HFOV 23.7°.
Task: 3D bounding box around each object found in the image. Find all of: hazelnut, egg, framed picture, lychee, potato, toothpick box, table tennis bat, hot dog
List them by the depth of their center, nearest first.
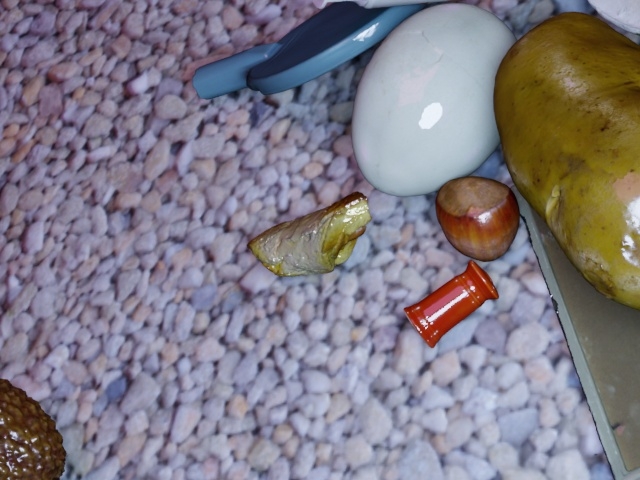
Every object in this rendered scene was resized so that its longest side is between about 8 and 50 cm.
[{"bbox_3d":[0.263,-0.078,1.305,0.195,0.176,0.369,-33,43,7],"label":"potato"},{"bbox_3d":[0.320,0.028,1.326,0.247,0.022,0.335,-26,50,14],"label":"framed picture"},{"bbox_3d":[0.123,0.058,1.413,0.083,0.047,0.047,-36,48,5],"label":"toothpick box"},{"bbox_3d":[0.149,-0.020,1.425,0.086,0.086,0.086,-16,54,23],"label":"hazelnut"},{"bbox_3d":[0.111,-0.134,1.473,0.151,0.151,0.209,20,66,39],"label":"egg"},{"bbox_3d":[0.000,0.001,1.515,0.169,0.061,0.078,-20,16,45],"label":"hot dog"},{"bbox_3d":[-0.354,0.218,1.521,0.194,0.194,0.194,-16,54,23],"label":"lychee"},{"bbox_3d":[-0.008,-0.215,1.627,0.329,0.044,0.215,-18,24,38],"label":"table tennis bat"}]

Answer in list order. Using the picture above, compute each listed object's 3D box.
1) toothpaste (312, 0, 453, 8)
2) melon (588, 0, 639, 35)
[{"bbox_3d":[0.149,-0.267,1.494,0.323,0.066,0.100,-7,31,-17],"label":"toothpaste"},{"bbox_3d":[0.301,-0.261,1.433,0.139,0.093,0.202,17,33,27],"label":"melon"}]
